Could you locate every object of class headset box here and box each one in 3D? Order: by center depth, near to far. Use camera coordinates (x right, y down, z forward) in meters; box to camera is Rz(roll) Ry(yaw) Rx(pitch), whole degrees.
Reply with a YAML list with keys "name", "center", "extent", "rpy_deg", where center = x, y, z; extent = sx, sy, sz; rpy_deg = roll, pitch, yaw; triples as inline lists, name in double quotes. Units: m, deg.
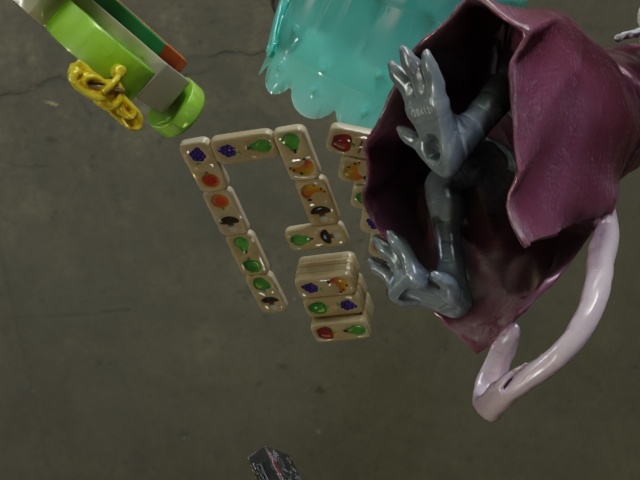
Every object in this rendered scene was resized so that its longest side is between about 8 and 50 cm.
- name: "headset box"
  center: [-0.058, 0.309, 1.218]
  extent: [0.032, 0.083, 0.062]
  rpy_deg: [-37, 58, 9]

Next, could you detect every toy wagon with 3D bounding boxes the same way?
- name: "toy wagon"
  center: [-0.205, -0.190, 0.766]
  extent: [0.068, 0.267, 0.344]
  rpy_deg: [-49, 41, 3]

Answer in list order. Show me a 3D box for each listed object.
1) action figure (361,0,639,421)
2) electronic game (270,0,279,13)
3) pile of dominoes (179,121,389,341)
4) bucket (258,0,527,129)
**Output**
- name: "action figure"
  center: [0.207, -0.088, 0.668]
  extent: [0.276, 0.370, 0.248]
  rpy_deg: [58, 142, 13]
- name: "electronic game"
  center: [0.034, -0.375, 1.292]
  extent: [0.229, 0.229, 0.048]
  rpy_deg: [-32, 81, 32]
- name: "pile of dominoes"
  center: [0.000, 0.000, 0.859]
  extent: [0.196, 0.040, 0.251]
  rpy_deg: [-7, 135, 17]
- name: "bucket"
  center: [0.085, -0.230, 1.033]
  extent: [0.281, 0.281, 0.183]
  rpy_deg: [28, 115, 16]
